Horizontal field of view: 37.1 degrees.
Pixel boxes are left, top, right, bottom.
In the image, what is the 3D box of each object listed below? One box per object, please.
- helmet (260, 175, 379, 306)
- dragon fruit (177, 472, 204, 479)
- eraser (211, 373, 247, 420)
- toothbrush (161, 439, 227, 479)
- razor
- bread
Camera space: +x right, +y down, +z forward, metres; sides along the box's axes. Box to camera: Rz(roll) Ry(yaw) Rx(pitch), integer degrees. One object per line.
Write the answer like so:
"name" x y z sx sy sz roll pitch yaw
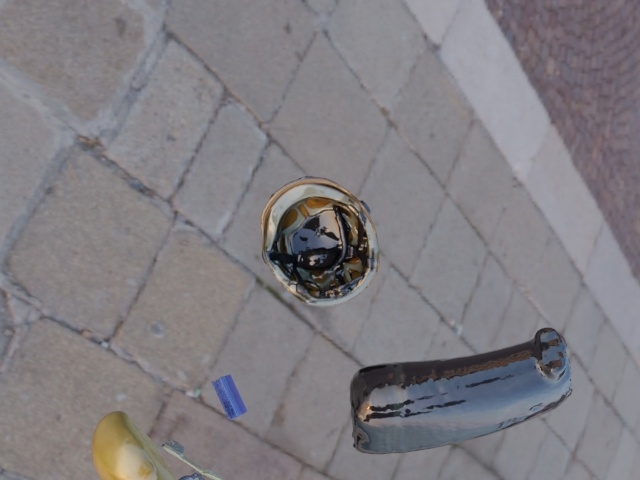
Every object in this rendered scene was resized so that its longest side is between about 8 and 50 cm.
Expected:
"helmet" 0.000 0.000 1.634 0.198 0.130 0.224 -29 93 2
"dragon fruit" -0.277 0.568 1.765 0.221 0.204 0.283 -27 169 -11
"eraser" -0.180 0.310 1.883 0.085 0.027 0.063 64 10 7
"toothbrush" -0.226 0.529 2.124 0.028 0.294 0.026 -56 178 -29
"razor" 0.212 0.237 1.456 0.204 0.348 0.114 79 -1 -58
"bread" -0.308 0.370 1.553 0.098 0.147 0.217 -37 150 -12
